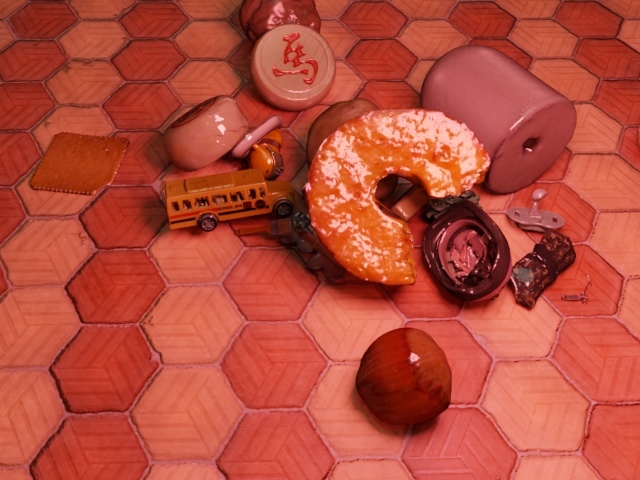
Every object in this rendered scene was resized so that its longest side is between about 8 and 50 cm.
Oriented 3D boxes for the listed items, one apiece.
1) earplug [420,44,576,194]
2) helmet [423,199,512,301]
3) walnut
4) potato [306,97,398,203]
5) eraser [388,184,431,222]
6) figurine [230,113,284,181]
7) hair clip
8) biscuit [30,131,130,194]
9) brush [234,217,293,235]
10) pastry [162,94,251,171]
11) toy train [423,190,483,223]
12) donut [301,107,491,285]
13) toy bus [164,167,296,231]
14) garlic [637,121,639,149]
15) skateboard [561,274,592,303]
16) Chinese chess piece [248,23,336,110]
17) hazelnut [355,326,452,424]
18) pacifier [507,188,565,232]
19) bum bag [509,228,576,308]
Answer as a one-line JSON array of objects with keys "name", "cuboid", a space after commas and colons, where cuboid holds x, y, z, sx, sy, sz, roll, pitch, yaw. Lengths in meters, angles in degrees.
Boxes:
[{"name": "earplug", "cuboid": [0.460, -0.362, 1.952, 0.313, 0.312, 0.394, -26, 54, -21]}, {"name": "helmet", "cuboid": [0.379, 0.042, 1.724, 0.198, 0.154, 0.253, -37, 35, 21]}, {"name": "walnut", "cuboid": [-0.129, -0.729, 2.283, 0.273, 0.227, 0.273, 3, 47, -3]}, {"name": "potato", "cuboid": [0.083, -0.233, 1.893, 0.243, 0.221, 0.326, -13, 66, -2]}, {"name": "eraser", "cuboid": [0.240, -0.102, 1.853, 0.058, 0.117, 0.172, 49, 61, -2]}, {"name": "figurine", "cuboid": [-0.138, -0.253, 1.977, 0.141, 0.166, 0.250, 46, 40, -3]}, {"name": "hair clip", "cuboid": [0.000, 0.005, 1.800, 0.146, 0.075, 0.257, -35, 66, -23]}, {"name": "biscuit", "cuboid": [-0.687, -0.223, 1.999, 0.232, 0.013, 0.236, 6, 52, 4]}, {"name": "brush", "cuboid": [-0.149, -0.029, 1.818, 0.170, 0.014, 0.043, -6, 82, 22]}, {"name": "pastry", "cuboid": [-0.321, -0.304, 1.944, 0.265, 0.133, 0.265, -28, 22, 12]}, {"name": "toy train", "cuboid": [0.362, -0.076, 1.874, 0.170, 0.071, 0.111, -25, 65, -21]}, {"name": "donut", "cuboid": [0.164, -0.128, 1.683, 0.378, 0.163, 0.435, 40, 91, -2]}, {"name": "toy bus", "cuboid": [-0.238, -0.113, 1.831, 0.336, 0.123, 0.121, -10, 31, -9]}, {"name": "garlic", "cuboid": [1.010, -0.286, 1.996, 0.145, 0.164, 0.245, -4, 55, -27]}, {"name": "skateboard", "cuboid": [0.632, 0.120, 1.709, 0.064, 0.083, 0.032, 2, 52, 1]}, {"name": "Chinese chess piece", "cuboid": [-0.085, -0.529, 2.133, 0.273, 0.102, 0.273, 1, 81, -8]}, {"name": "hazelnut", "cuboid": [0.179, 0.289, 1.502, 0.210, 0.186, 0.210, 7, 62, -13]}, {"name": "pacifier", "cuboid": [0.578, -0.085, 1.856, 0.150, 0.116, 0.127, 11, 25, 17]}, {"name": "bum bag", "cuboid": [0.558, 0.064, 1.762, 0.248, 0.069, 0.102, -40, 98, -30]}]
